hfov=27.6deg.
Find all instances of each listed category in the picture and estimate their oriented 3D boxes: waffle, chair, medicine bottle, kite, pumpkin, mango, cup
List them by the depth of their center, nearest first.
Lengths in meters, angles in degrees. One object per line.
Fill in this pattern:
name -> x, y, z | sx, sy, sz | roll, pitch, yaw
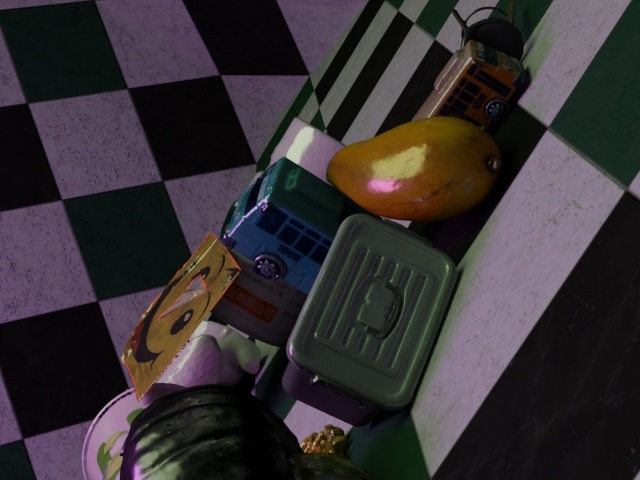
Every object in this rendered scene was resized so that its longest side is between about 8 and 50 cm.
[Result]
pumpkin -> -0.081, 0.286, 1.452 | 0.296, 0.296, 0.296 | -57, 10, 16
waffle -> -0.023, 0.319, 1.676 | 0.191, 0.038, 0.191 | -57, 10, 17
mango -> 0.120, -0.096, 1.738 | 0.176, 0.119, 0.317 | -39, 24, -27
chair -> 0.257, -0.307, 1.959 | 0.095, 0.104, 0.221 | -38, 15, 19
cup -> -0.248, 0.385, 2.093 | 0.253, 0.253, 0.274 | -59, 18, 2
kite -> -0.233, 0.113, 2.217 | 0.327, 0.013, 0.377 | -31, 29, 40
medicine bottle -> -0.055, -0.015, 2.321 | 0.371, 0.211, 0.211 | -59, 10, 5

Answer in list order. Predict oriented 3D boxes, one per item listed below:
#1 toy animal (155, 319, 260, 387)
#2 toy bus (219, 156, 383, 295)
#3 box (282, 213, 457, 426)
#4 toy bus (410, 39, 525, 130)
toy animal -> -0.264, 0.293, 2.485 | 0.265, 0.206, 0.272 | -60, 11, -25
toy bus -> 0.000, 0.000, 1.862 | 0.147, 0.256, 0.128 | -50, 14, 33
box -> 0.051, 0.108, 1.608 | 0.135, 0.163, 0.243 | 119, 175, -59
toy bus -> 0.201, -0.191, 1.845 | 0.182, 0.103, 0.091 | -55, 12, 25
